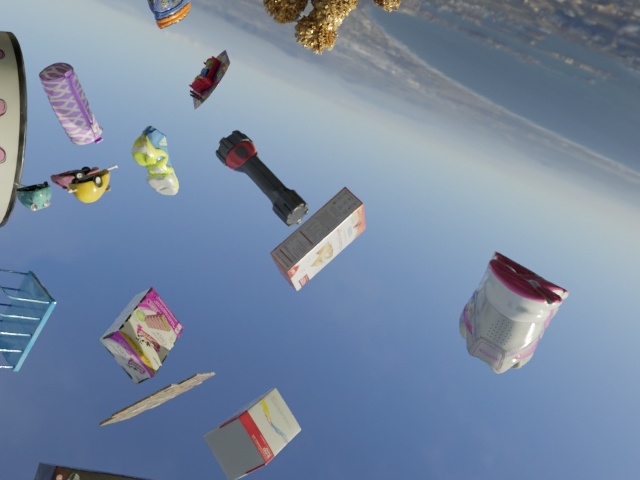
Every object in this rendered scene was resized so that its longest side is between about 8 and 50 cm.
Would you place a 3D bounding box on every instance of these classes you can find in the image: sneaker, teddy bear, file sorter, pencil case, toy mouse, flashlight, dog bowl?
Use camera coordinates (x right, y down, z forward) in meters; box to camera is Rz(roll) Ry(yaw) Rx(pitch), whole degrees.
[{"bbox_3d":[0.214,0.084,0.735,0.103,0.111,0.252,32,-168,22],"label":"sneaker"},{"bbox_3d":[0.039,-0.525,1.220,0.245,0.337,0.113,58,180,8],"label":"teddy bear"},{"bbox_3d":[-0.632,0.154,1.255,0.118,0.170,0.104,37,-170,34],"label":"file sorter"},{"bbox_3d":[-0.458,-0.235,1.825,0.091,0.126,0.240,7,152,11],"label":"sneaker"},{"bbox_3d":[-0.594,-0.322,1.513,0.088,0.086,0.206,26,148,30],"label":"pencil case"},{"bbox_3d":[-0.327,-0.065,0.801,0.143,0.031,0.161,-4,-160,16],"label":"toy mouse"},{"bbox_3d":[-0.152,-0.160,1.667,0.304,0.103,0.103,47,-143,19],"label":"flashlight"},{"bbox_3d":[-0.295,-0.541,1.317,0.083,0.221,0.087,-5,140,26],"label":"sneaker"},{"bbox_3d":[-0.722,-0.231,1.278,0.150,0.408,0.408,2,-157,-39],"label":"dog bowl"}]

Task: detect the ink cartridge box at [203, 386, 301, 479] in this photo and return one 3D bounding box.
[{"bbox_3d":[-0.158,0.458,1.503,0.127,0.128,0.176,57,-152,5],"label":"ink cartridge box"}]

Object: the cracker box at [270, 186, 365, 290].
[{"bbox_3d":[0.000,0.000,1.462,0.067,0.232,0.156,46,171,18],"label":"cracker box"}]

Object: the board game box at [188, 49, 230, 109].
[{"bbox_3d":[-0.263,-0.377,1.437,0.033,0.133,0.169,33,-161,-31],"label":"board game box"}]

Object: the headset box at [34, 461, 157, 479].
[{"bbox_3d":[-0.461,0.599,1.319,0.293,0.218,0.110,27,153,-35],"label":"headset box"}]

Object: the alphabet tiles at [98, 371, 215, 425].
[{"bbox_3d":[-0.445,0.436,1.757,0.011,0.285,0.342,62,177,11],"label":"alphabet tiles"}]

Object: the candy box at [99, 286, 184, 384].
[{"bbox_3d":[-0.474,0.251,1.703,0.159,0.071,0.233,57,-160,-17],"label":"candy box"}]
